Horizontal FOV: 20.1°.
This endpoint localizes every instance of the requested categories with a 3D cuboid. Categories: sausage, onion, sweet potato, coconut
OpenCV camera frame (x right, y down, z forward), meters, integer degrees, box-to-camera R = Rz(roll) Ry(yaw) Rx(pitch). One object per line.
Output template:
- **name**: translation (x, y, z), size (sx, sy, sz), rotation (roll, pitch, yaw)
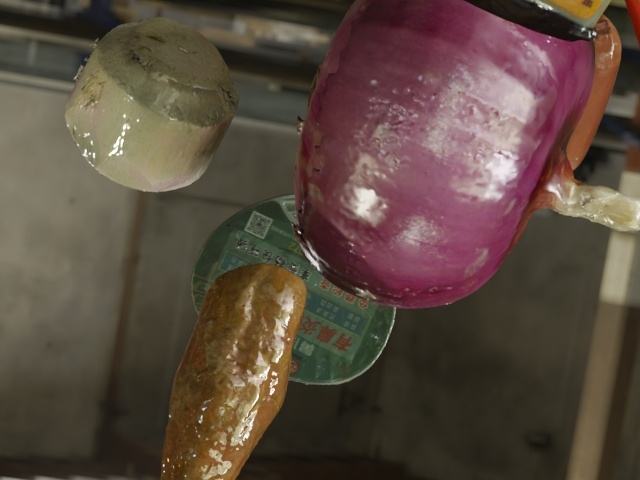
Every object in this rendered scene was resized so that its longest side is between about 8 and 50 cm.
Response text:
- **sausage**: translation (0.260, -0.150, 1.851), size (0.077, 0.194, 0.077), rotation (8, -137, -7)
- **onion**: translation (0.131, -0.105, 1.660), size (0.345, 0.358, 0.358), rotation (10, -176, 30)
- **sweet potato**: translation (-0.082, 0.139, 1.566), size (0.097, 0.251, 0.097), rotation (19, 178, 1)
- **coconut**: translation (-0.179, -0.130, 1.850), size (0.171, 0.183, 0.171), rotation (22, -144, -17)

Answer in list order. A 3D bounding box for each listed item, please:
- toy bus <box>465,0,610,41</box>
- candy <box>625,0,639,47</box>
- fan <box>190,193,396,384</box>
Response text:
- **toy bus**: translation (0.132, -0.301, 1.373), size (0.171, 0.162, 0.386), rotation (20, -157, -21)
- **candy**: translation (0.326, -0.257, 1.546), size (0.146, 0.276, 0.088), rotation (-5, -145, 33)
- **fan**: translation (-0.032, 0.012, 1.961), size (0.223, 0.294, 0.012), rotation (-3, 173, 7)
